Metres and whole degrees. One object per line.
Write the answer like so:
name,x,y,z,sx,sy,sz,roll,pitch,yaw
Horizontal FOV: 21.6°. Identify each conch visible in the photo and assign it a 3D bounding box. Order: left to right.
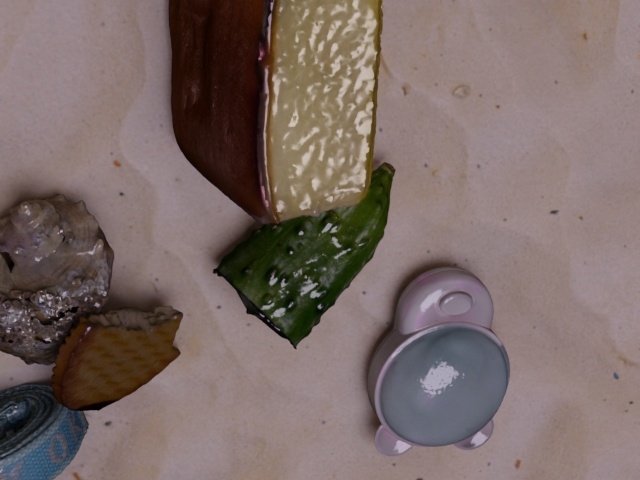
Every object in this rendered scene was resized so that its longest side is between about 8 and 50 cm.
conch,-0.312,0.061,1.866,0.178,0.163,0.245,0,133,15

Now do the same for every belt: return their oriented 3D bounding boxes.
belt,-0.354,0.227,1.890,0.148,0.163,0.082,-5,116,12

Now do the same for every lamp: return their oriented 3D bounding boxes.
lamp,0.152,0.154,2.060,0.179,0.108,0.246,-3,111,-23

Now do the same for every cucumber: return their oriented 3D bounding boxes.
cucumber,0.002,0.001,1.946,0.244,0.134,0.134,-47,118,-5

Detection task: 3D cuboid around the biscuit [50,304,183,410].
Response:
biscuit,-0.228,0.120,1.874,0.176,0.031,0.228,-42,158,-18

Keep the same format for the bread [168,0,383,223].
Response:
bread,-0.057,-0.212,1.725,0.143,0.333,0.323,-5,108,-20
